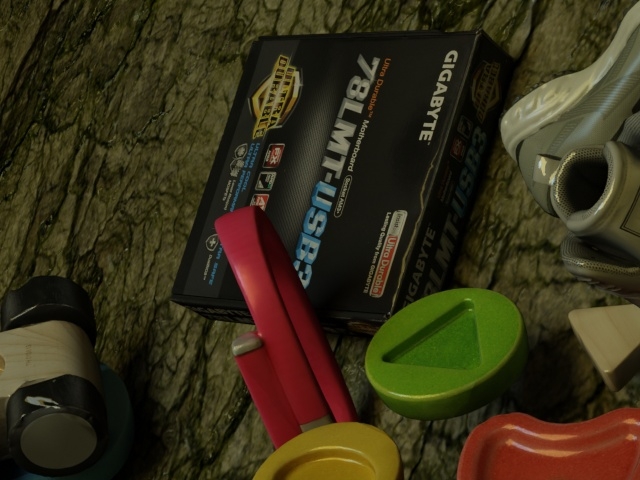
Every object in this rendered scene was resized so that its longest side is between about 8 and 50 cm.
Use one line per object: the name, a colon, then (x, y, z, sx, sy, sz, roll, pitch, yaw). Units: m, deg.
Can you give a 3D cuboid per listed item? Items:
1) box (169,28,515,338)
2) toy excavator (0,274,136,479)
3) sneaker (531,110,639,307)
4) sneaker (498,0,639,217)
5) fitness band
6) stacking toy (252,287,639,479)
box: (0.016, -0.057, 1.652, 0.293, 0.073, 0.295, 4, 71, 44)
toy excavator: (-0.403, 0.311, 1.962, 0.433, 0.445, 0.222, -15, 39, -3)
sneaker: (0.284, 0.028, 1.098, 0.137, 0.210, 0.366, -62, 30, 4)
sneaker: (0.261, -0.115, 1.375, 0.271, 0.100, 0.108, -42, 50, 38)
fitness band: (-0.022, 0.110, 1.459, 0.054, 0.290, 0.209, -21, 19, 5)
stacking toy: (0.135, 0.175, 1.303, 0.309, 0.130, 0.279, 1, 40, 33)
